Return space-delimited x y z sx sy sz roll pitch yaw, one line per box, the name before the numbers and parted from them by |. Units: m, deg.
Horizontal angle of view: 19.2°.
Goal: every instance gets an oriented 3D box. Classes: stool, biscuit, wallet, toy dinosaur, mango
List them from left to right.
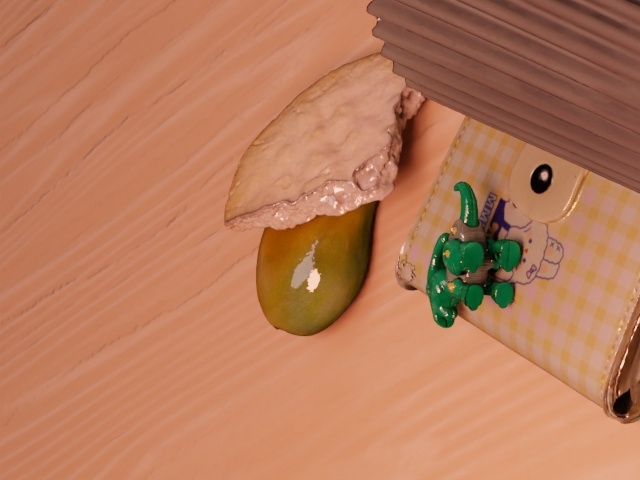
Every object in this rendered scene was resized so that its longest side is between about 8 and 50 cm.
mango | -0.003 0.002 1.868 0.122 0.085 0.191 -2 67 53
biscuit | 0.013 -0.093 1.827 0.265 0.040 0.188 -41 40 -1
toy dinosaur | 0.123 0.015 1.641 0.096 0.059 0.132 16 106 60
wallet | 0.202 -0.001 1.642 0.309 0.077 0.223 34 109 49
stool | 0.248 -0.185 1.475 0.330 0.297 0.297 35 106 44
